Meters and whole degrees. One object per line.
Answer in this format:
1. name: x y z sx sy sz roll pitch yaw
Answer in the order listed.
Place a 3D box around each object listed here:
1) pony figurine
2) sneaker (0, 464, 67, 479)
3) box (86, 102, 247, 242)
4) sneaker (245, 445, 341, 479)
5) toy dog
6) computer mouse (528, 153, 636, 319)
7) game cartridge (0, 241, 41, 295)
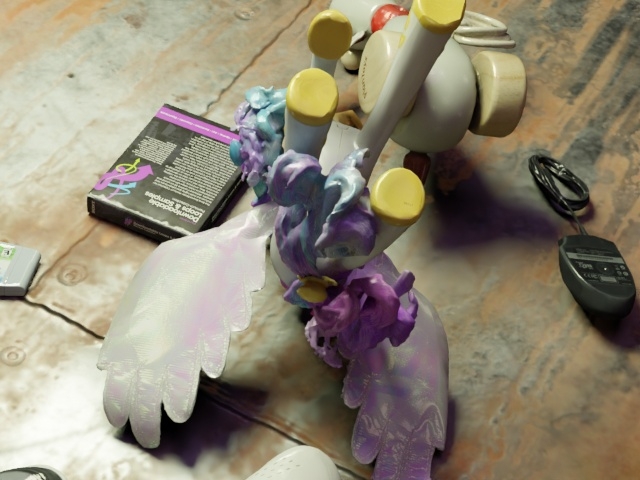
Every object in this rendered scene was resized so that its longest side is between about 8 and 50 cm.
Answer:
1. pony figurine: 0.000 0.000 1.136 0.302 0.363 0.351 16 60 -5
2. sneaker: -0.294 0.207 0.964 0.268 0.153 0.101 -23 54 -29
3. box: -0.141 -0.064 1.349 0.116 0.029 0.162 21 45 12
4. sneaker: -0.064 0.250 0.982 0.111 0.129 0.297 24 45 16
5. toy dog: 0.083 -0.150 1.397 0.220 0.161 0.334 16 18 -1
6. computer mouse: 0.251 -0.003 1.360 0.071 0.041 0.242 7 38 -16
7. game cartridge: -0.302 0.023 1.243 0.083 0.017 0.056 12 49 2
